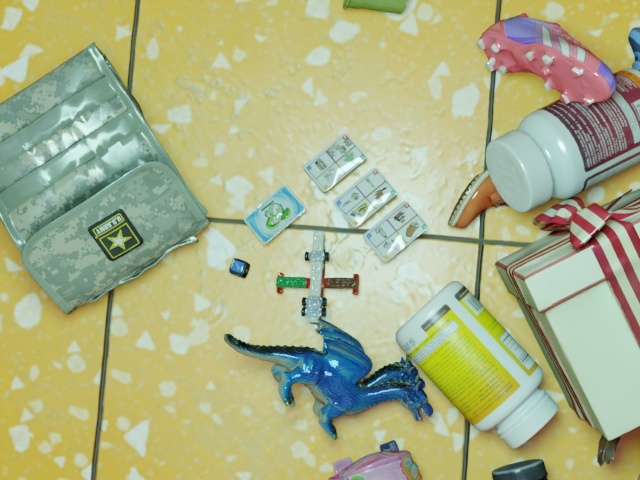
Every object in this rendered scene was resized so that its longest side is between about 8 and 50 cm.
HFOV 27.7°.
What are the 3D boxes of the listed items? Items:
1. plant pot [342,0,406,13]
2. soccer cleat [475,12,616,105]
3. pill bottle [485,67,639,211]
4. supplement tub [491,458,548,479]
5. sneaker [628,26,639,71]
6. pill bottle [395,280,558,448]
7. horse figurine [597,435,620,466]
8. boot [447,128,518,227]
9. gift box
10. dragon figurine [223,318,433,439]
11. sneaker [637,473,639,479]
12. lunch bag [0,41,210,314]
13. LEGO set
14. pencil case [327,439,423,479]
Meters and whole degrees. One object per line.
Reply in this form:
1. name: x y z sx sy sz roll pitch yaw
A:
1. plant pot: 0.080 -0.342 1.754 0.079 0.083 0.083 16 88 -7
2. soccer cleat: 0.301 -0.242 1.664 0.095 0.248 0.083 -39 123 -14
3. pill bottle: 0.331 -0.127 1.669 0.221 0.121 0.121 -26 85 -16
4. supplement tub: 0.280 0.386 1.676 0.106 0.106 0.198 -14 85 3
5. sneaker: 0.436 -0.214 1.730 0.059 0.053 0.144 -21 84 4
6. pill bottle: 0.207 0.165 1.688 0.117 0.117 0.215 -42 84 0
7. horse figurine: 0.464 0.198 1.662 0.263 0.174 0.066 -28 89 15
8. boot: 0.241 -0.064 1.732 0.084 0.059 0.158 42 89 0
9. gift box: 0.388 0.060 1.625 0.276 0.255 0.258 -29 95 -4
10. dragon figurine: 0.013 0.159 1.691 0.289 0.085 0.144 39 97 -15
11. sneaker: 0.544 0.364 1.675 0.314 0.116 0.136 23 114 0
12. lunch bag: -0.311 -0.073 1.717 0.235 0.169 0.287 -33 93 -2
13. LEGO set: 0.000 0.000 1.761 0.244 0.060 0.182 -40 73 -1
14. pencil case: 0.102 0.411 1.684 0.124 0.124 0.284 -20 84 2
